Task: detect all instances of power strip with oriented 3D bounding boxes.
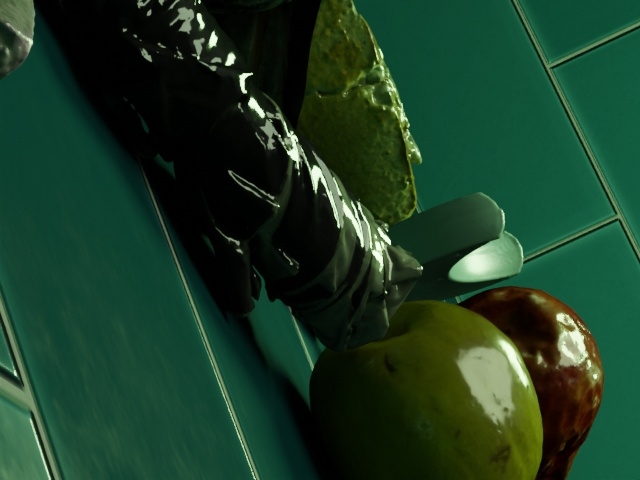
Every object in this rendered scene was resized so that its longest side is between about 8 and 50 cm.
[{"bbox_3d":[0.118,0.019,1.919,0.253,0.168,0.054,50,23,-76],"label":"power strip"}]

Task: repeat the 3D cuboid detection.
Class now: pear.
[{"bbox_3d":[0.072,0.117,1.238,0.162,0.149,0.149,58,8,-19],"label":"pear"}]

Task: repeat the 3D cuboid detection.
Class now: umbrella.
[{"bbox_3d":[-0.068,-0.061,1.100,0.357,0.106,0.113,50,5,-41],"label":"umbrella"}]

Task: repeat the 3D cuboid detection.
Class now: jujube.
[{"bbox_3d":[0.176,0.162,1.813,0.190,0.190,0.255,-109,-176,-45],"label":"jujube"}]

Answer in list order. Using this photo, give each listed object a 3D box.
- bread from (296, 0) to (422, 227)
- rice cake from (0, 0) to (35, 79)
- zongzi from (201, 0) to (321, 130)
[{"bbox_3d":[0.016,-0.134,1.874,0.186,0.124,0.257,-99,165,-70],"label":"bread"},{"bbox_3d":[-0.139,-0.111,0.804,0.036,0.047,0.206,56,8,-23],"label":"rice cake"},{"bbox_3d":[-0.105,-0.302,1.199,0.383,0.319,0.362,84,-20,-47],"label":"zongzi"}]
